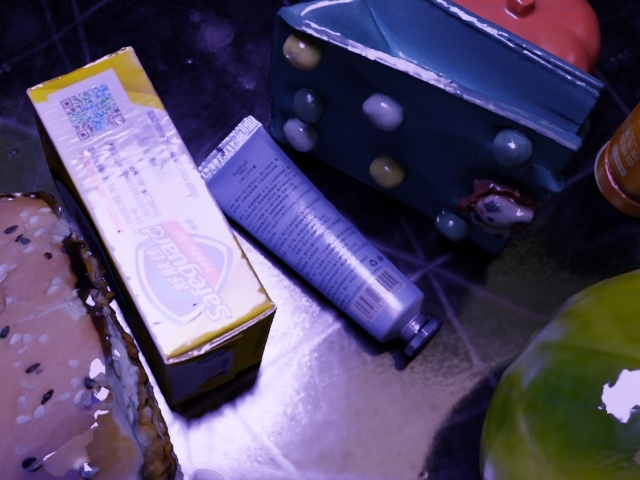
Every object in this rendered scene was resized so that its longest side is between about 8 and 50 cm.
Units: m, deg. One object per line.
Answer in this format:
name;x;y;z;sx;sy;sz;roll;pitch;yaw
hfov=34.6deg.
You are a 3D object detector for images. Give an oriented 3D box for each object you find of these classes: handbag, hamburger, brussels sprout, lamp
handbag;0.076;-0.100;0.877;0.274;0.268;0.100;32;71;6
hamburger;-0.251;0.139;0.757;0.277;0.195;0.318;-30;47;-6
brussels sprout;0.286;0.174;0.813;0.344;0.268;0.344;4;81;-24
lamp;0.172;-0.186;0.975;0.188;0.164;0.187;1;67;-3

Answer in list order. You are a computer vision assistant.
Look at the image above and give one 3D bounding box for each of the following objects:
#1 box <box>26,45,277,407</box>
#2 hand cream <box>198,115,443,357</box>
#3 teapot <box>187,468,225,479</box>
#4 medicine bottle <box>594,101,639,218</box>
box;-0.144;-0.006;0.876;0.097;0.168;0.265;-25;76;-16
hand cream;0.000;0.000;0.947;0.271;0.058;0.091;42;89;13
teapot;-0.119;0.305;0.781;0.159;0.116;0.245;17;60;-40
medicine bottle;0.329;-0.097;0.941;0.096;0.192;0.096;2;71;-5
